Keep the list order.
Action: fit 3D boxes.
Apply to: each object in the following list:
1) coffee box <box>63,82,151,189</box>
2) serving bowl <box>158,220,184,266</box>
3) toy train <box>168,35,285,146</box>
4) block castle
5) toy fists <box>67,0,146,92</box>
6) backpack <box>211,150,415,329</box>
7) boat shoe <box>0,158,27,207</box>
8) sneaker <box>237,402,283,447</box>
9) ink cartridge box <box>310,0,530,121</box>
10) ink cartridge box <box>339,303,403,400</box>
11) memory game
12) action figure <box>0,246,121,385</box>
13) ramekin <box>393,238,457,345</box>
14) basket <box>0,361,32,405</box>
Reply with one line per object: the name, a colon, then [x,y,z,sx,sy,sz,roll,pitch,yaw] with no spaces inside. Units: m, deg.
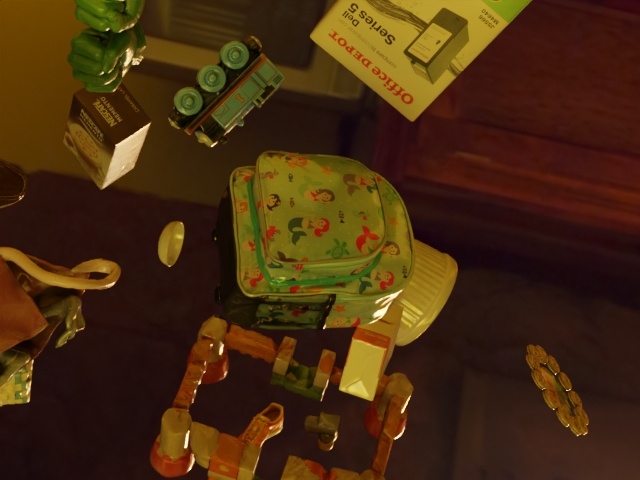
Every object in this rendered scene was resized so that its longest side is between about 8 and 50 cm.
coffee box: [-0.446,-0.226,2.294,0.098,0.141,0.246,-38,-5,-26]
serving bowl: [-0.274,0.003,2.001,0.083,0.027,0.083,15,-90,-80]
toy train: [-0.143,-0.222,1.673,0.184,0.105,0.080,-45,11,-1]
block castle: [-0.070,0.360,2.099,0.213,0.453,0.303,105,-177,-52]
toy fists: [-0.355,-0.370,1.878,0.142,0.096,0.279,-42,-18,-41]
backpack: [0.000,0.000,1.474,0.191,0.254,0.225,123,147,-52]
boat shoe: [-0.549,-0.100,1.648,0.095,0.257,0.095,-9,77,49]
sneaker: [-0.137,0.394,2.266,0.175,0.064,0.067,-46,-33,-47]
ink cartridge box: [0.148,-0.331,1.537,0.273,0.198,0.114,-46,9,35]
ink cartridge box: [0.097,0.182,1.981,0.198,0.067,0.115,-59,-16,-61]
memory game: [0.423,0.264,1.969,0.012,0.186,0.186,-35,24,22]
action figure: [-0.512,0.027,1.515,0.276,0.370,0.248,-45,-6,17]
ramekin: [0.162,0.093,2.164,0.207,0.109,0.207,-52,14,18]
basket: [-0.758,0.239,2.342,0.201,0.289,0.254,98,163,-50]
